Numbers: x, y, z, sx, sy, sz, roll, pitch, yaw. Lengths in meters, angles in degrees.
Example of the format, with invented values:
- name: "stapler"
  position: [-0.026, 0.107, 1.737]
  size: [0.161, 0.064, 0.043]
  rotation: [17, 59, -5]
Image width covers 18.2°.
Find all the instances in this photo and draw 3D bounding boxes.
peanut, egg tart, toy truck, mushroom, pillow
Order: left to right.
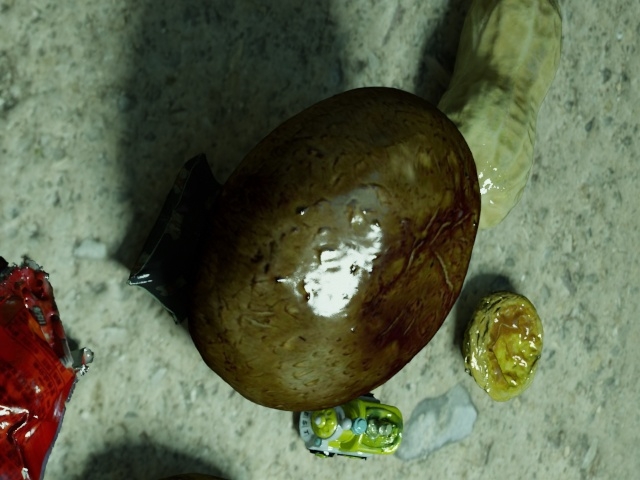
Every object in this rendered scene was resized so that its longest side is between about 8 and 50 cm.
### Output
- name: "pillow"
  position: [-0.130, -0.003, 1.933]
  size: [0.090, 0.048, 0.150]
  rotation: [35, 73, -33]
- name: "mushroom"
  position: [0.017, 0.012, 1.929]
  size: [0.345, 0.239, 0.345]
  rotation: [-14, 108, -51]
- name: "toy truck"
  position: [0.034, 0.193, 2.083]
  size: [0.111, 0.077, 0.076]
  rotation: [11, 85, -44]
- name: "peanut"
  position: [0.189, -0.159, 2.174]
  size: [0.136, 0.120, 0.298]
  rotation: [67, 39, -74]
- name: "egg tart"
  position: [0.198, 0.118, 2.253]
  size: [0.130, 0.052, 0.130]
  rotation: [-5, 97, -45]

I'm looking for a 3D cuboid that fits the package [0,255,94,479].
- name: "package"
  position: [-0.279, 0.139, 1.749]
  size: [0.194, 0.071, 0.269]
  rotation: [56, 30, -19]

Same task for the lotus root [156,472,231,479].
- name: "lotus root"
  position: [-0.116, 0.298, 1.914]
  size: [0.260, 0.128, 0.145]
  rotation: [17, 91, -42]
